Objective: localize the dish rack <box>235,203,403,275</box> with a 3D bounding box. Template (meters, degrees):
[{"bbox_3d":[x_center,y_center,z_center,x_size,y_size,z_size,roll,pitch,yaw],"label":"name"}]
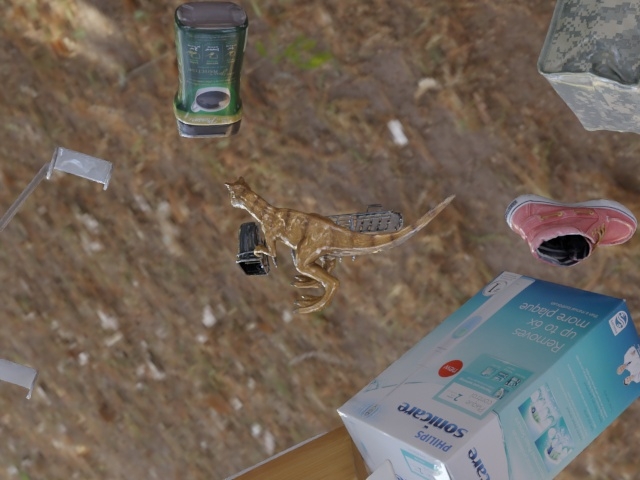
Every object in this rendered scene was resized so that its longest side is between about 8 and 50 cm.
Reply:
[{"bbox_3d":[0.000,0.000,1.802,0.208,0.271,0.074,86,178,-83],"label":"dish rack"}]

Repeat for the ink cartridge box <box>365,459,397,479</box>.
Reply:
[{"bbox_3d":[0.089,0.315,1.031,0.115,0.067,0.198,-51,45,32],"label":"ink cartridge box"}]

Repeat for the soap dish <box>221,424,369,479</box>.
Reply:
[{"bbox_3d":[-0.014,0.410,1.426,0.118,0.229,0.291,-132,20,-65],"label":"soap dish"}]

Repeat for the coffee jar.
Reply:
[{"bbox_3d":[-0.148,-0.222,1.483,0.079,0.096,0.184,-107,19,-47],"label":"coffee jar"}]

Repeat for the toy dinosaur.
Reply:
[{"bbox_3d":[0.002,0.002,0.939,0.211,0.064,0.112,13,122,22],"label":"toy dinosaur"}]

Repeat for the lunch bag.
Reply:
[{"bbox_3d":[0.434,-0.314,1.544,0.169,0.287,0.235,15,174,31],"label":"lunch bag"}]

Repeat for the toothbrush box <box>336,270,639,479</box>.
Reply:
[{"bbox_3d":[0.204,0.181,1.303,0.216,0.295,0.126,16,139,59],"label":"toothbrush box"}]

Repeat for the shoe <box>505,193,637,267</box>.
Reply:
[{"bbox_3d":[0.305,-0.005,1.296,0.081,0.178,0.063,-113,38,-48],"label":"shoe"}]

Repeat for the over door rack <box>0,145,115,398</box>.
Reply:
[{"bbox_3d":[-0.290,0.058,0.864,0.108,0.324,0.239,24,106,2],"label":"over door rack"}]
